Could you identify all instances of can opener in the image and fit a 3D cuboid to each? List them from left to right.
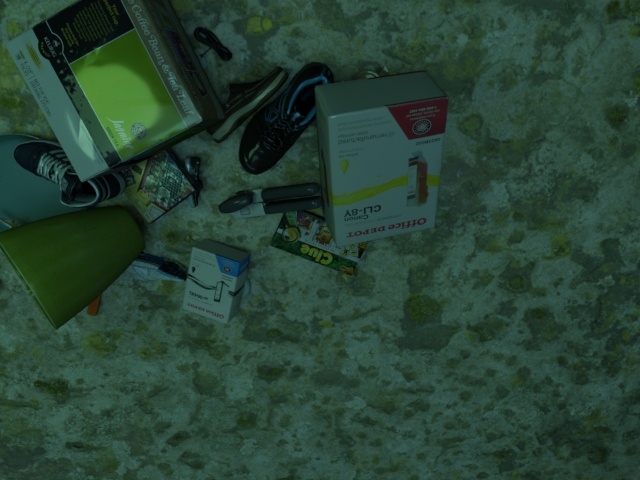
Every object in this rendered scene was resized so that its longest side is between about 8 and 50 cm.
[{"bbox_3d":[-0.138,-0.099,1.410,0.284,0.095,0.075,-5,109,25],"label":"can opener"}]

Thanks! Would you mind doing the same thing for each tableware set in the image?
[{"bbox_3d":[0.141,-0.351,1.386,0.128,0.039,0.194,-15,108,15],"label":"tableware set"}]

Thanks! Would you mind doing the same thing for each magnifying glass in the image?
[{"bbox_3d":[-0.646,0.119,1.545,0.092,0.026,0.230,17,109,-11],"label":"magnifying glass"}]

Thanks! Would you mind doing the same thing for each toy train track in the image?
[{"bbox_3d":[-0.836,-0.050,1.420,0.083,0.014,0.048,35,114,-10],"label":"toy train track"}]

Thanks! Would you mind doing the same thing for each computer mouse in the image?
[{"bbox_3d":[-0.321,-0.434,1.318,0.193,0.042,0.106,-40,110,13],"label":"computer mouse"}]

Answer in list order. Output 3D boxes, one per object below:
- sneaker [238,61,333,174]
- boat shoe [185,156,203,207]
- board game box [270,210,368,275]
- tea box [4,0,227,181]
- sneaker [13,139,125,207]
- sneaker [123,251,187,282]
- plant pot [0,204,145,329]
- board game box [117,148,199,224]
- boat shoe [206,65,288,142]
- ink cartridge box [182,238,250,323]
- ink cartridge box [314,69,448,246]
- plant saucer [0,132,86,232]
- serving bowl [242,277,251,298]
[{"bbox_3d":[-0.096,-0.303,1.335,0.125,0.139,0.341,34,107,-17],"label":"sneaker"},{"bbox_3d":[-0.340,-0.156,1.432,0.040,0.049,0.142,-2,111,-3],"label":"boat shoe"},{"bbox_3d":[0.000,0.000,1.530,0.260,0.030,0.136,20,112,-12],"label":"board game box"},{"bbox_3d":[-0.447,-0.358,1.210,0.324,0.220,0.329,-23,101,11],"label":"tea box"},{"bbox_3d":[-0.641,-0.165,1.297,0.282,0.153,0.099,20,110,-4],"label":"sneaker"},{"bbox_3d":[-0.479,0.091,1.524,0.191,0.071,0.082,18,117,-2],"label":"sneaker"},{"bbox_3d":[-0.618,0.035,1.366,0.294,0.275,0.274,-34,116,-28],"label":"plant pot"},{"bbox_3d":[-0.456,-0.188,1.386,0.165,0.042,0.243,-33,99,11],"label":"board game box"},{"bbox_3d":[-0.200,-0.359,1.332,0.257,0.095,0.095,-39,104,13],"label":"boat shoe"},{"bbox_3d":[-0.299,0.117,1.511,0.148,0.086,0.203,17,111,8],"label":"ink cartridge box"},{"bbox_3d":[0.145,-0.192,1.309,0.279,0.160,0.384,-11,132,-7],"label":"ink cartridge box"},{"bbox_3d":[-0.783,-0.133,1.418,0.318,0.043,0.317,-1,112,-3],"label":"plant saucer"},{"bbox_3d":[-0.249,0.143,1.575,0.083,0.027,0.083,-1,113,-2],"label":"serving bowl"}]
